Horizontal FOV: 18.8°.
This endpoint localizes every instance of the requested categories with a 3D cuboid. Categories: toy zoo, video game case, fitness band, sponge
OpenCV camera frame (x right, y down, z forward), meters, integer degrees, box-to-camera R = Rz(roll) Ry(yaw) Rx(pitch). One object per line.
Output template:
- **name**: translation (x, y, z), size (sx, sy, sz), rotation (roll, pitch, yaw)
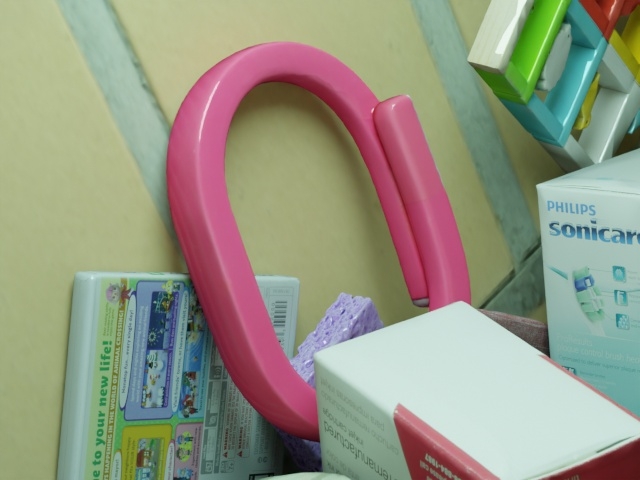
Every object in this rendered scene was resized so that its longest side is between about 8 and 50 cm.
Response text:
- **toy zoo**: translation (0.217, -0.167, 1.564), size (0.293, 0.030, 0.192), rotation (37, 74, -58)
- **video game case**: translation (-0.099, 0.128, 1.354), size (0.193, 0.023, 0.212), rotation (2, 95, -44)
- **fitness band**: translation (0.000, 0.000, 1.369), size (0.209, 0.054, 0.291), rotation (-23, 96, -35)
- **sponge**: translation (0.034, 0.154, 1.459), size (0.117, 0.031, 0.210), rotation (-52, 132, -33)

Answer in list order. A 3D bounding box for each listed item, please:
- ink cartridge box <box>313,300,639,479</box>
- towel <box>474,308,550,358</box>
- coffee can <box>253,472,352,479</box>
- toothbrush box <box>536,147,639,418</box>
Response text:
- **ink cartridge box**: translation (0.110, 0.227, 1.287), size (0.131, 0.226, 0.306), rotation (-16, 117, -27)
- **towel**: translation (0.134, 0.223, 1.551), size (0.237, 0.037, 0.329), rotation (16, 85, -59)
- **coffee can**: translation (-0.036, 0.312, 1.248), size (0.201, 0.201, 0.275), rotation (-20, 97, -40)
- **toothbrush box**: translation (0.297, 0.076, 1.583), size (0.216, 0.126, 0.296), rotation (-20, 111, -43)
